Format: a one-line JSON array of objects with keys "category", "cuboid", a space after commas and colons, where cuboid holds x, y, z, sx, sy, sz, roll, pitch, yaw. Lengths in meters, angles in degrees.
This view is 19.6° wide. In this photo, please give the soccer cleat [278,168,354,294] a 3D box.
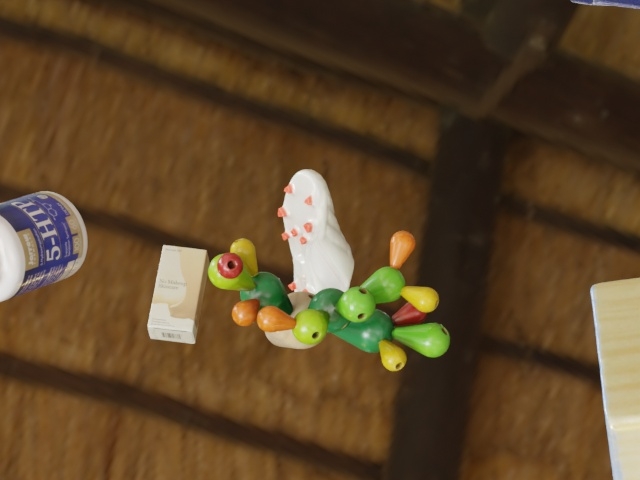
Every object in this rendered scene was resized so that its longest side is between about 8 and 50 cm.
[{"category": "soccer cleat", "cuboid": [0.000, 0.000, 2.086, 0.076, 0.196, 0.068, -26, -142, -31]}]

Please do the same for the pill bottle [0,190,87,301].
[{"category": "pill bottle", "cuboid": [-0.373, 0.012, 2.181, 0.112, 0.112, 0.186, 37, -151, 19]}]

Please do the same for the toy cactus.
[{"category": "toy cactus", "cuboid": [-0.004, 0.051, 1.557, 0.219, 0.180, 0.112, 8, -103, -21]}]

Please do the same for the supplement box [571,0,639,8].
[{"category": "supplement box", "cuboid": [0.442, -0.391, 1.979, 0.356, 0.195, 0.194, -27, -153, -30]}]

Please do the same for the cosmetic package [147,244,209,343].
[{"category": "cosmetic package", "cuboid": [-0.177, 0.067, 2.319, 0.060, 0.041, 0.115, 5, -116, 3]}]

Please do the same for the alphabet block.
[{"category": "alphabet block", "cuboid": [0.395, 0.159, 1.940, 0.197, 0.192, 0.193, -7, -129, 8]}]
